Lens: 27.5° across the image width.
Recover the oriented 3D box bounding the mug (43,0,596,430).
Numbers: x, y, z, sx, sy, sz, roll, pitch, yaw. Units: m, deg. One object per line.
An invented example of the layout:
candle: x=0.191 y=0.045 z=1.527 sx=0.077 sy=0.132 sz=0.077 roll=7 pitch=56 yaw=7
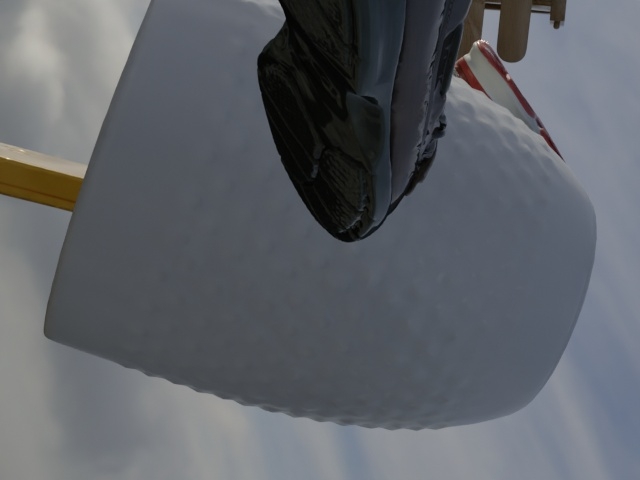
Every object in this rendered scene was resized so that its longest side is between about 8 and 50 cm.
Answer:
mug: x=0.000 y=0.000 z=0.962 sx=0.374 sy=0.328 sz=0.276 roll=133 pitch=-25 yaw=-75

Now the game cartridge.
game cartridge: x=-0.351 y=-0.078 z=1.499 sx=0.324 sy=0.285 sz=0.052 roll=-149 pitch=-107 yaw=-75

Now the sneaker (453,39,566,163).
sneaker: x=0.142 y=-0.070 z=1.161 sx=0.221 sy=0.128 sz=0.087 roll=50 pitch=14 yaw=-36

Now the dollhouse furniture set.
dollhouse furniture set: x=0.197 y=-0.232 z=1.450 sx=0.151 sy=0.144 sz=0.123 roll=7 pitch=89 yaw=-82

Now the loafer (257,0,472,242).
loafer: x=0.029 y=-0.077 z=0.537 sx=0.096 sy=0.084 sz=0.267 roll=57 pitch=-12 yaw=16
